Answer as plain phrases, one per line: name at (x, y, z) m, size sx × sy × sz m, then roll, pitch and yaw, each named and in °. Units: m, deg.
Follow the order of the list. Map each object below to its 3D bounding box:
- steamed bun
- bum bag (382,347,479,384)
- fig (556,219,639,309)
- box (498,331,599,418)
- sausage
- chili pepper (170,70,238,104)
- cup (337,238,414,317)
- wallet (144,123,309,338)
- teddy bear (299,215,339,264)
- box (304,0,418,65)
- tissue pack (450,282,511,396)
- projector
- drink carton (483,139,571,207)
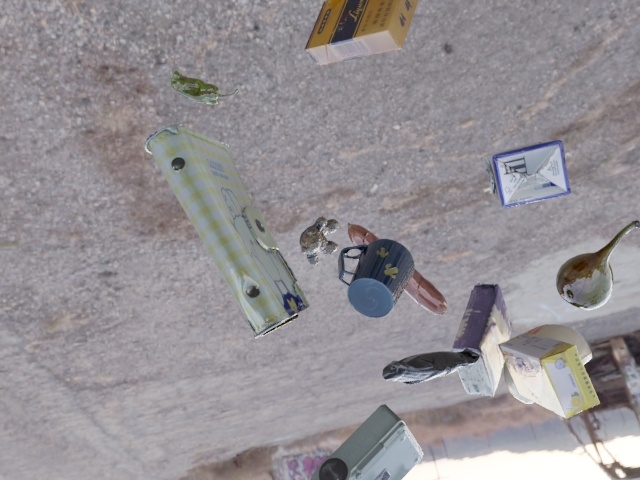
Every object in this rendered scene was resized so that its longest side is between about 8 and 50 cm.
steamed bun at (0.692, 0.371, 1.820) m, size 0.283 × 0.177 × 0.283 m, roll -31°, pitch 156°, yaw -15°
bum bag at (0.301, 0.356, 1.629) m, size 0.326 × 0.080 × 0.142 m, roll -1°, pitch 167°, yaw -31°
fig at (0.630, 0.051, 1.300) m, size 0.124 × 0.124 × 0.236 m, roll 3°, pitch 129°, yaw -37°
box at (0.595, 0.347, 1.537) m, size 0.097 × 0.168 × 0.265 m, roll -24°, pitch -177°, yaw -7°
sausage at (0.249, 0.090, 1.917) m, size 0.088 × 0.433 × 0.088 m, roll -47°, pitch 177°, yaw -3°
chili pepper at (-0.371, -0.467, 1.826) m, size 0.203 × 0.072 × 0.073 m, roll 20°, pitch 158°, yaw -9°
cup at (0.116, 0.081, 1.328) m, size 0.176 × 0.155 × 0.131 m, roll 21°, pitch 126°, yaw 9°
wallet at (-0.125, -0.013, 0.858) m, size 0.077 × 0.310 × 0.223 m, roll -31°, pitch 173°, yaw 7°
teddy bear at (-0.019, 0.000, 2.173) m, size 0.129 × 0.182 × 0.251 m, roll 0°, pitch -177°, yaw 18°
box at (0.091, -0.488, 1.309) m, size 0.237 × 0.152 × 0.070 m, roll 5°, pitch 157°, yaw 39°
tissue pack at (0.581, 0.352, 2.068) m, size 0.125 × 0.344 × 0.242 m, roll -3°, pitch 125°, yaw 32°
projector at (0.121, 0.551, 1.413) m, size 0.256 × 0.099 × 0.192 m, roll -41°, pitch 131°, yaw -13°
drink carton at (0.417, -0.145, 1.201) m, size 0.130 × 0.107 × 0.315 m, roll -11°, pitch -173°, yaw 15°
